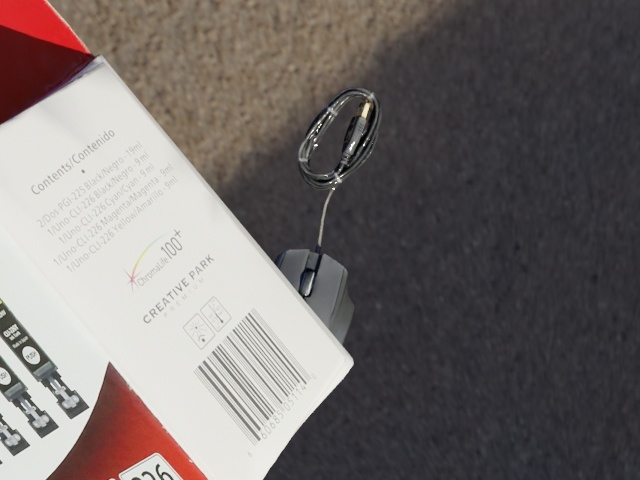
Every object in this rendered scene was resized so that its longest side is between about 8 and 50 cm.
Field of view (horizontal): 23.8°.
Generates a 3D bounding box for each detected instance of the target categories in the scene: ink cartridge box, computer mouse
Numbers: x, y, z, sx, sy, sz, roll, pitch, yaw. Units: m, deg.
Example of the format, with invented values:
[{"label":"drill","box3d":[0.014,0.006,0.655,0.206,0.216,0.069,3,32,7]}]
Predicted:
[{"label":"ink cartridge box","box3d":[-0.190,0.051,0.793,0.309,0.130,0.272,-34,98,39]},{"label":"computer mouse","box3d":[0.000,0.000,1.147,0.071,0.041,0.242,12,89,4]}]
